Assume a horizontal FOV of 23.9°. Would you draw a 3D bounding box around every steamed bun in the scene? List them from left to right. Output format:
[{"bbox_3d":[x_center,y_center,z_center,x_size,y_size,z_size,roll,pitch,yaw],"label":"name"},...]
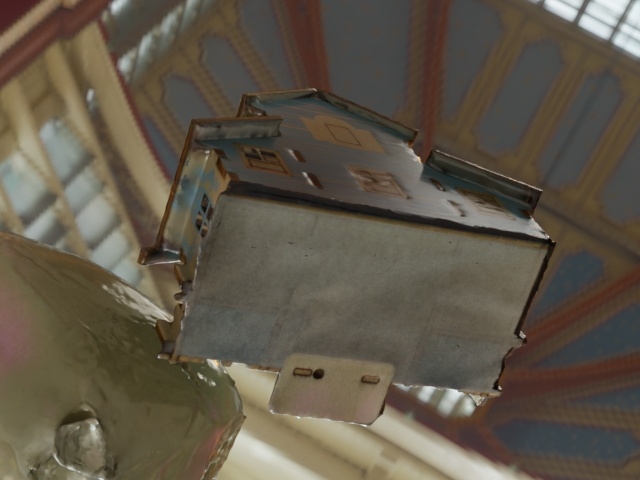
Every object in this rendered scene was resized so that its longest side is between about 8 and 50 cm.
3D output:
[{"bbox_3d":[-0.178,0.110,1.020,0.238,0.170,0.152,35,-168,6],"label":"steamed bun"}]

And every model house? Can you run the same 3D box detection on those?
[{"bbox_3d":[0.000,0.000,1.029,0.271,0.178,0.206,7,-154,-22],"label":"model house"}]
